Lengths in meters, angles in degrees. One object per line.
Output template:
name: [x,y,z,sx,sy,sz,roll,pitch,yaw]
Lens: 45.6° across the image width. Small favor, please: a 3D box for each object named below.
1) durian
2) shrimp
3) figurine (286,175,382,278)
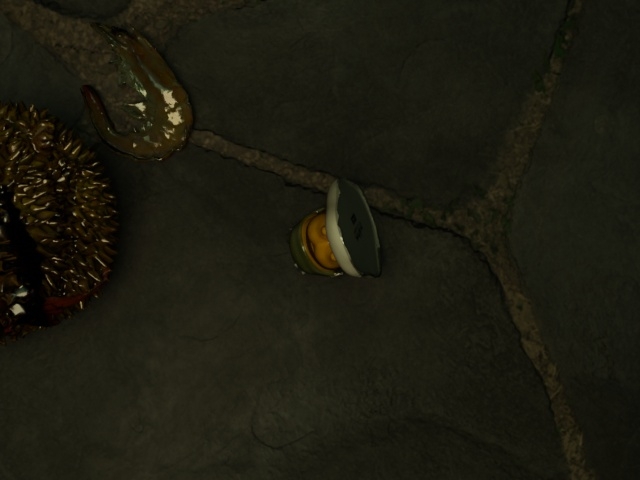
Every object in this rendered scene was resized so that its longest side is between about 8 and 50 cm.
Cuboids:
durian: [-0.458,-0.014,1.088,0.347,0.347,0.384,37,115,-1]
shrimp: [-0.319,-0.239,1.258,0.173,0.058,0.253,-43,92,4]
figurine: [0.000,0.000,1.187,0.141,0.250,0.166,-18,92,15]
